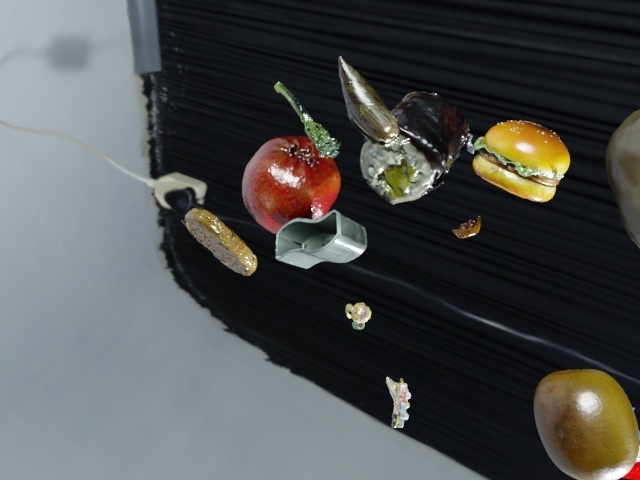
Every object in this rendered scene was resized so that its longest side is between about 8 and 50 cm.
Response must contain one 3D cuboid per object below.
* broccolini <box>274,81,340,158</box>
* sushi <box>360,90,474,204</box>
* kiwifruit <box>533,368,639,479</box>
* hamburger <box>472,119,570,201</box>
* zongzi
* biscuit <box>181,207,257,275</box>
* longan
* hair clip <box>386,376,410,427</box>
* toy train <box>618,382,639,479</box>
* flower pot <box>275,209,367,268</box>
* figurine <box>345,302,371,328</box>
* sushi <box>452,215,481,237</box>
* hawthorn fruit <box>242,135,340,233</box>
[{"bbox_3d":[-0.038,-0.269,1.279,0.051,0.239,0.054,-3,139,-51],"label":"broccolini"},{"bbox_3d":[0.309,-0.309,1.905,0.281,0.300,0.294,52,52,-15],"label":"sushi"},{"bbox_3d":[0.553,0.387,1.217,0.196,0.196,0.233,-5,82,-66],"label":"kiwifruit"},{"bbox_3d":[0.520,-0.217,1.496,0.246,0.246,0.169,-23,139,-61],"label":"hamburger"},{"bbox_3d":[0.106,-0.308,1.305,0.084,0.187,0.184,-30,128,-3],"label":"zongzi"},{"bbox_3d":[-0.324,0.001,1.922,0.075,0.296,0.296,-51,153,-18],"label":"biscuit"},{"bbox_3d":[0.945,-0.156,1.470,0.404,0.404,0.435,-10,88,-65],"label":"longan"},{"bbox_3d":[0.187,0.379,1.368,0.214,0.056,0.062,-79,173,-76],"label":"hair clip"},{"bbox_3d":[0.669,0.431,1.334,0.204,0.083,0.131,-94,-163,-61],"label":"toy train"},{"bbox_3d":[0.000,0.000,1.443,0.108,0.229,0.103,22,66,-42],"label":"flower pot"},{"bbox_3d":[0.124,0.244,1.896,0.187,0.083,0.083,66,48,-74],"label":"figurine"},{"bbox_3d":[0.460,-0.040,1.801,0.099,0.050,0.047,-27,105,-18],"label":"sushi"},{"bbox_3d":[-0.093,-0.131,1.602,0.265,0.265,0.307,-46,173,-44],"label":"hawthorn fruit"}]
